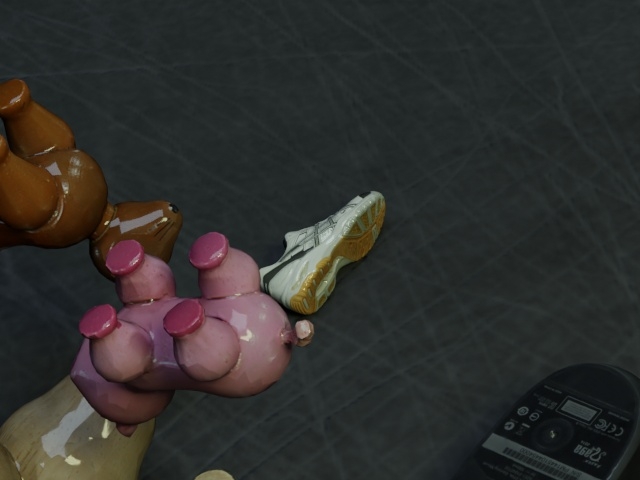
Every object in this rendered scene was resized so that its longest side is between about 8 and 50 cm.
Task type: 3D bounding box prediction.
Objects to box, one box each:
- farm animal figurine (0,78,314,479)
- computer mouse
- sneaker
[{"bbox_3d":[-0.140,0.113,0.743,0.326,0.172,0.330,-30,41,2],"label":"farm animal figurine"},{"bbox_3d":[0.061,0.143,0.759,0.242,0.041,0.071,-44,42,-21],"label":"computer mouse"},{"bbox_3d":[0.000,0.000,0.923,0.037,0.032,0.083,21,51,31],"label":"sneaker"}]
